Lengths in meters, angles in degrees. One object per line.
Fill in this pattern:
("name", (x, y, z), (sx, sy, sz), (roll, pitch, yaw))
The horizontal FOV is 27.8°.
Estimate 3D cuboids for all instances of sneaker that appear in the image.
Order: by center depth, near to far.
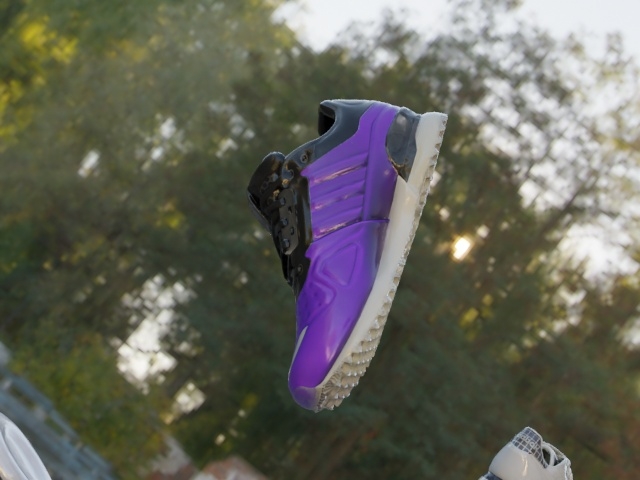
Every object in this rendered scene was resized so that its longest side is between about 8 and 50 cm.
("sneaker", (0.000, 0.000, 1.071), (0.146, 0.293, 0.102), (19, -31, 5))
("sneaker", (0.277, 0.303, 1.582), (0.090, 0.095, 0.235), (26, -9, 35))

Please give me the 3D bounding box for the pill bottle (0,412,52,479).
("pill bottle", (-0.306, 0.221, 1.007), (0.103, 0.184, 0.103), (56, -3, 5))
